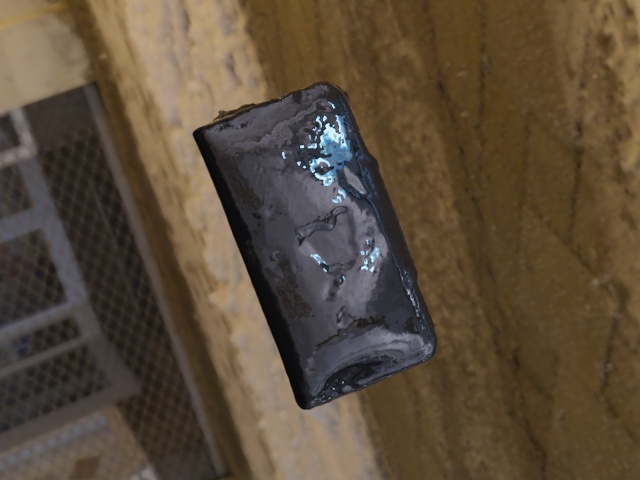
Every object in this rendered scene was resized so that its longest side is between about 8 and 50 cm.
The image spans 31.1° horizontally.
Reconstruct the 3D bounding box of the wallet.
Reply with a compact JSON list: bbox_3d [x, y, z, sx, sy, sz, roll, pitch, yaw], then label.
[{"bbox_3d":[0.000,0.000,1.374,0.051,0.197,0.377,-164,53,-85],"label":"wallet"}]
